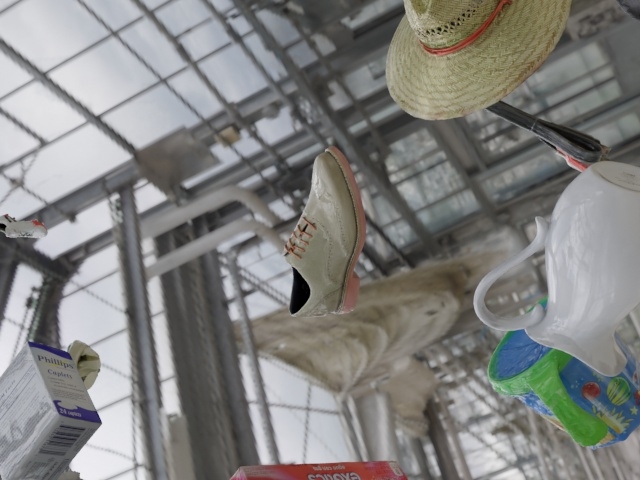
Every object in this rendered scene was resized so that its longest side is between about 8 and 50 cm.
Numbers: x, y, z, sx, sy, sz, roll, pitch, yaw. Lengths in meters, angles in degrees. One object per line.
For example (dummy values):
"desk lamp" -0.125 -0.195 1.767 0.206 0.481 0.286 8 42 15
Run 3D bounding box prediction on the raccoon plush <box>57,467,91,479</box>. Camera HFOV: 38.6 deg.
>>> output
"raccoon plush" -0.281 0.580 1.409 0.446 0.299 0.216 28 -166 35

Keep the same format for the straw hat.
"straw hat" 0.081 -0.151 0.564 0.061 0.145 0.144 37 -149 -42

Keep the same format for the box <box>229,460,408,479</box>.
"box" -0.003 0.389 1.180 0.300 0.154 0.142 13 -147 -45

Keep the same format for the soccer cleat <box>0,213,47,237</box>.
"soccer cleat" -0.427 -0.016 1.298 0.035 0.083 0.029 -56 -24 -50

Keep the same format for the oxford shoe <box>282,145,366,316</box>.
"oxford shoe" 0.000 0.000 1.873 0.140 0.147 0.396 -134 37 -52

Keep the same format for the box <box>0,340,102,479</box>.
"box" -0.361 0.223 1.170 0.072 0.126 0.137 24 -159 -49

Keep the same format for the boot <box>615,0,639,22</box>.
"boot" 0.607 -0.436 1.590 0.305 0.112 0.115 43 -121 -9

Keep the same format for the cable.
"cable" 0.407 -0.184 1.672 0.287 0.072 0.139 22 -158 9

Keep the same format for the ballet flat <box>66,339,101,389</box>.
"ballet flat" -0.491 0.267 1.872 0.086 0.086 0.248 61 -174 -15

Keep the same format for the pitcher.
"pitcher" 0.266 0.022 0.954 0.125 0.178 0.207 -71 -6 -63

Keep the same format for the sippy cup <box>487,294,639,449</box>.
"sippy cup" 0.453 0.236 1.601 0.224 0.240 0.305 43 -121 -6
